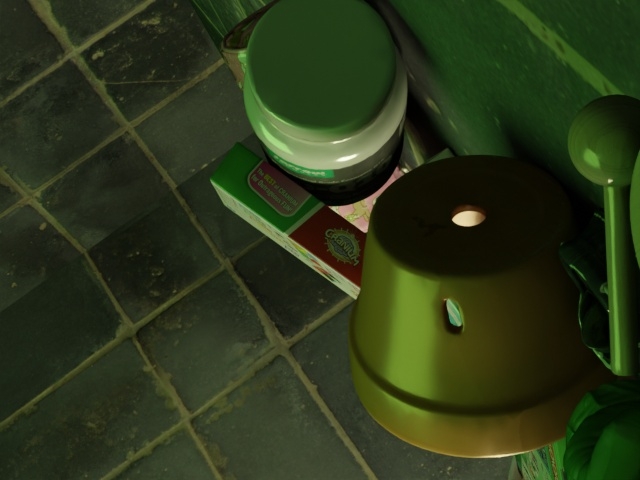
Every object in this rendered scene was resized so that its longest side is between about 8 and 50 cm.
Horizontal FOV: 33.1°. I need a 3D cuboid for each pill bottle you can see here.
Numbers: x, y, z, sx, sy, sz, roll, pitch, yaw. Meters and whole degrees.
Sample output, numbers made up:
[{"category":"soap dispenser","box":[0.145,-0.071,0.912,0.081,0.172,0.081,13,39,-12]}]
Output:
[{"category":"pill bottle","box":[0.009,-0.174,1.383,0.204,0.204,0.361,54,177,10]}]

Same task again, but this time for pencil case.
[{"category":"pencil case","box":[-0.003,-0.194,1.688,0.386,0.167,0.160,57,170,-28]}]

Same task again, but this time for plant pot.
[{"category":"plant pot","box":[0.163,0.049,1.116,0.291,0.290,0.203,51,158,48]}]

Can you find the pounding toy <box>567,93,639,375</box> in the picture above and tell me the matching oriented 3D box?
[{"category":"pounding toy","box":[0.244,-0.005,0.549,0.237,0.110,0.183,12,120,66]}]

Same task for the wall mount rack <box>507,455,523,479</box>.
[{"category":"wall mount rack","box":[0.267,0.320,1.534,0.304,0.130,0.350,24,-143,4]}]

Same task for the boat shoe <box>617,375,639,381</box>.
[{"category":"boat shoe","box":[0.344,0.182,1.186,0.094,0.109,0.302,9,-149,-22]}]

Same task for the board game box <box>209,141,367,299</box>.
[{"category":"board game box","box":[0.000,0.000,1.493,0.316,0.064,0.242,36,175,2]}]

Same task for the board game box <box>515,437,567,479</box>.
[{"category":"board game box","box":[0.270,0.246,1.263,0.213,0.046,0.317,-114,4,-51]}]

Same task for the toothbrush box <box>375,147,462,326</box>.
[{"category":"toothbrush box","box":[0.204,0.041,1.493,0.295,0.126,0.216,53,177,8]}]

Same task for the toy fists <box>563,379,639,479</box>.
[{"category":"toy fists","box":[0.277,0.139,0.600,0.142,0.279,0.096,-88,7,-75]}]

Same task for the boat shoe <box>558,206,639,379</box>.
[{"category":"boat shoe","box":[0.277,0.065,0.987,0.114,0.091,0.302,52,176,42]}]
